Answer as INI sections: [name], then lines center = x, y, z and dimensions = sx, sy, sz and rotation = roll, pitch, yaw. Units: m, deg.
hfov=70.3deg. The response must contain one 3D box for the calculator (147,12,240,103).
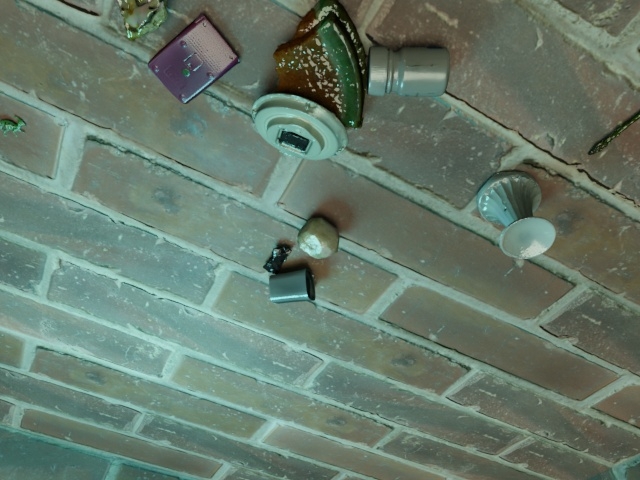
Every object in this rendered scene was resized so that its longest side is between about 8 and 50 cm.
[calculator]
center = -0.289, -0.401, 1.029
dimensions = 0.191, 0.034, 0.126
rotation = -28, 123, 24

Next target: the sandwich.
[sandwich]
center = 0.004, -0.367, 0.989
dimensions = 0.212, 0.109, 0.291
rotation = 5, 129, -2

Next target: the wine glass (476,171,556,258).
[wine glass]
center = 0.495, -0.065, 1.146
dimensions = 0.165, 0.196, 0.164
rotation = 2, 126, 3

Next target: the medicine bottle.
[medicine bottle]
center = 0.186, -0.365, 0.983
dimensions = 0.168, 0.105, 0.104
rotation = 1, 128, 2

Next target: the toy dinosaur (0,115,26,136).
[toy dinosaur]
center = -0.790, -0.296, 1.149
dimensions = 0.062, 0.021, 0.083
rotation = -38, 121, 20

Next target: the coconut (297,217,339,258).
[coconut]
center = 0.000, 0.000, 1.284
dimensions = 0.124, 0.110, 0.110
rotation = 39, 121, -17

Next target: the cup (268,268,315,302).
[cup]
center = -0.079, 0.146, 1.414
dimensions = 0.130, 0.095, 0.128
rotation = -8, 166, 14

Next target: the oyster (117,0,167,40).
[oyster]
center = -0.351, -0.523, 0.920
dimensions = 0.133, 0.072, 0.208
rotation = 0, 109, 11

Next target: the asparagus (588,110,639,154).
[asparagus]
center = 0.735, -0.283, 1.068
dimensions = 0.233, 0.023, 0.022
rotation = -46, 69, 31

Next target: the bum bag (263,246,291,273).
[bum bag]
center = -0.134, 0.060, 1.383
dimensions = 0.058, 0.034, 0.124
rotation = 18, 128, -20

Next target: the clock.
[clock]
center = -0.054, -0.245, 1.051
dimensions = 0.237, 0.053, 0.236
rotation = 18, 163, 6
